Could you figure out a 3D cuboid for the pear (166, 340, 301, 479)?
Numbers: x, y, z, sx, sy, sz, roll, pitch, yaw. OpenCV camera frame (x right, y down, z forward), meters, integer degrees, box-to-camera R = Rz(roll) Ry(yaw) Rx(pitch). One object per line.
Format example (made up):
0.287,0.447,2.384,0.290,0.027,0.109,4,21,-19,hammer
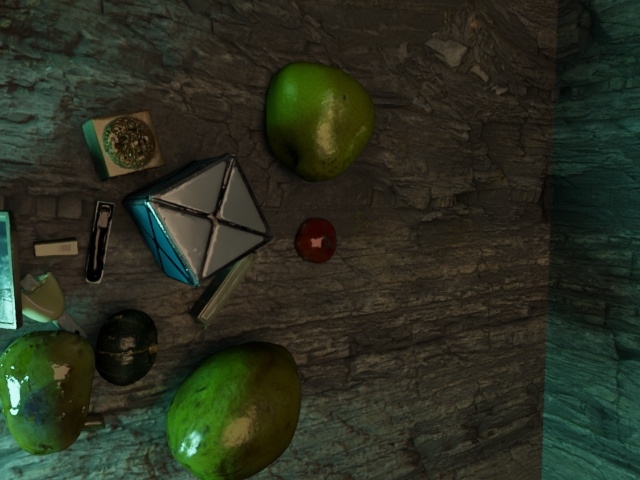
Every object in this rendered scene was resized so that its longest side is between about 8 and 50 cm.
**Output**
-0.221,0.457,1.383,0.413,0.351,0.352,-44,118,-45,pear

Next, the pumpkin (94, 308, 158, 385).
-0.485,0.268,1.293,0.146,0.190,0.190,21,81,-6,pumpkin

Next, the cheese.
-0.641,0.170,1.232,0.127,0.049,0.235,-83,153,-55,cheese

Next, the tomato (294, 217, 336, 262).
0.000,0.000,1.662,0.155,0.069,0.156,-3,95,-35,tomato

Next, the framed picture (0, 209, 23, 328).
-0.732,0.062,1.118,0.023,0.188,0.260,-22,113,-72,framed picture

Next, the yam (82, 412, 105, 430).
-0.600,0.464,1.311,0.094,0.043,0.043,8,90,-36,yam

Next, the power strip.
-0.277,0.129,1.478,0.052,0.078,0.272,43,71,-28,power strip

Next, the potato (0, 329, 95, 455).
-0.633,0.350,1.187,0.210,0.173,0.308,2,100,-11,potato

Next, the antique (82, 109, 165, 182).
-0.482,-0.231,1.264,0.146,0.148,0.152,-22,104,-33,antique

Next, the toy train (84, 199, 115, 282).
-0.558,0.004,1.293,0.043,0.047,0.208,9,90,-34,toy train

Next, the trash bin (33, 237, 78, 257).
-0.637,0.019,1.234,0.092,0.061,0.043,-6,98,-31,trash bin

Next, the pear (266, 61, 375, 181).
0.001,-0.328,1.535,0.342,0.238,0.318,28,70,-33,pear

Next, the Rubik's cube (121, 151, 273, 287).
-0.321,-0.057,1.329,0.254,0.259,0.260,-34,108,-29,Rubik's cube
